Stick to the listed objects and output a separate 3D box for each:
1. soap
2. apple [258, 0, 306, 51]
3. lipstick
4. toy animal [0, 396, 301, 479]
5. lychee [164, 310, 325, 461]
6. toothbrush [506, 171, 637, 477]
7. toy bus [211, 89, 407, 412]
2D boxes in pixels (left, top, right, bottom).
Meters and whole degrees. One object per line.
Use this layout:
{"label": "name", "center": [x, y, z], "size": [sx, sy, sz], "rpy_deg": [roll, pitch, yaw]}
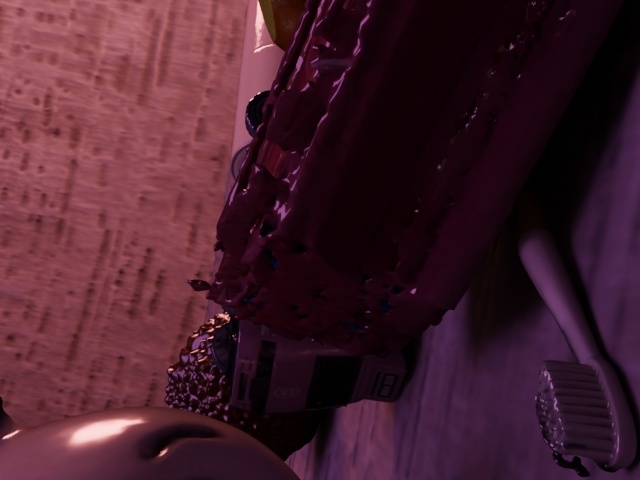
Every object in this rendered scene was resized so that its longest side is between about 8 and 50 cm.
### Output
{"label": "soap", "center": [0.024, -0.059, 0.551], "size": [0.162, 0.099, 0.250], "rpy_deg": [-85, 17, -52]}
{"label": "apple", "center": [0.004, -0.185, 1.015], "size": [0.102, 0.099, 0.114], "rpy_deg": [95, 154, -64]}
{"label": "lipstick", "center": [-0.032, -0.186, 1.319], "size": [0.087, 0.087, 0.326], "rpy_deg": [107, 169, -49]}
{"label": "toy animal", "center": [-0.080, 0.220, 0.520], "size": [0.251, 0.251, 0.309], "rpy_deg": [111, 161, -58]}
{"label": "lychee", "center": [-0.053, 0.110, 1.007], "size": [0.123, 0.129, 0.123], "rpy_deg": [58, 170, 16]}
{"label": "toothbrush", "center": [0.077, -0.009, 0.522], "size": [0.288, 0.024, 0.021], "rpy_deg": [-94, 16, -59]}
{"label": "toy bus", "center": [0.000, 0.000, 0.784], "size": [0.096, 0.108, 0.198], "rpy_deg": [103, 175, -60]}
